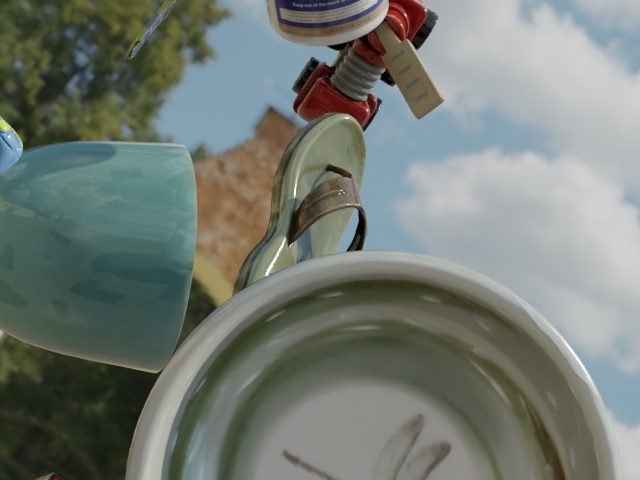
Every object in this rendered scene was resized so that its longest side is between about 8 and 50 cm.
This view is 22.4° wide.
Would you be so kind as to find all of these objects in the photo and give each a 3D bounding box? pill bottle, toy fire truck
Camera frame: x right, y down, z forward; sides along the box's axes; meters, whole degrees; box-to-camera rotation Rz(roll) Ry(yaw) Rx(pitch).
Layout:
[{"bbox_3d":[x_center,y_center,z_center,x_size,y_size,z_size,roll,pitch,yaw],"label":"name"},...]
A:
[{"bbox_3d":[-0.006,-0.382,1.949,0.153,0.153,0.265,22,-43,35],"label":"pill bottle"},{"bbox_3d":[0.069,-0.213,2.119,0.158,0.217,0.246,32,19,-6],"label":"toy fire truck"}]

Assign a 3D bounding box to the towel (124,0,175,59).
[{"bbox_3d":[-0.201,-0.254,1.921,0.009,0.083,0.060,37,-29,-6],"label":"towel"}]

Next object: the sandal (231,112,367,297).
[{"bbox_3d":[0.000,0.002,1.565,0.086,0.303,0.120,-4,-45,27],"label":"sandal"}]

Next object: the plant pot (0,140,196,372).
[{"bbox_3d":[-0.304,0.008,2.006,0.235,0.293,0.293,7,-9,-19],"label":"plant pot"}]

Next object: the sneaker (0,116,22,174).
[{"bbox_3d":[-0.324,-0.107,1.316,0.188,0.078,0.067,40,-12,24],"label":"sneaker"}]

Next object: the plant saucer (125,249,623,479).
[{"bbox_3d":[0.040,0.210,1.305,0.400,0.400,0.100,37,-10,-5],"label":"plant saucer"}]

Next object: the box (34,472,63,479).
[{"bbox_3d":[-0.237,0.291,1.660,0.137,0.027,0.094,38,-24,-10],"label":"box"}]
